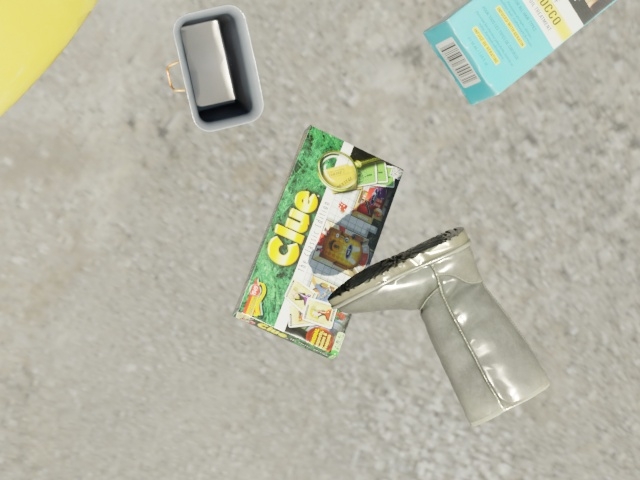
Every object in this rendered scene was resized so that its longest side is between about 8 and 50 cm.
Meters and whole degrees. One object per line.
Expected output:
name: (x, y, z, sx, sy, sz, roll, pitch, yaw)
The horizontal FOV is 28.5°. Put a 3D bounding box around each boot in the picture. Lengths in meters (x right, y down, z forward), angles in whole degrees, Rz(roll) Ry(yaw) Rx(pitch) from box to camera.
boot: (0.131, 0.111, 1.407, 0.190, 0.076, 0.208, -23, 101, 11)

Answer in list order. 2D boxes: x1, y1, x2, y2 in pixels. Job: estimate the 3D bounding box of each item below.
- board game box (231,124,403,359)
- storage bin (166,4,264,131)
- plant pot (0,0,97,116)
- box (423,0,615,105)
board game box: (0.000, 0.000, 1.534, 0.136, 0.030, 0.259, 24, 70, -10)
storage bin: (-0.131, -0.199, 1.456, 0.098, 0.091, 0.135, -15, 102, -12)
plant pot: (-0.266, -0.182, 0.623, 0.254, 0.239, 0.254, -23, 43, 24)
box: (0.236, -0.259, 1.390, 0.244, 0.060, 0.100, -39, 100, -21)
